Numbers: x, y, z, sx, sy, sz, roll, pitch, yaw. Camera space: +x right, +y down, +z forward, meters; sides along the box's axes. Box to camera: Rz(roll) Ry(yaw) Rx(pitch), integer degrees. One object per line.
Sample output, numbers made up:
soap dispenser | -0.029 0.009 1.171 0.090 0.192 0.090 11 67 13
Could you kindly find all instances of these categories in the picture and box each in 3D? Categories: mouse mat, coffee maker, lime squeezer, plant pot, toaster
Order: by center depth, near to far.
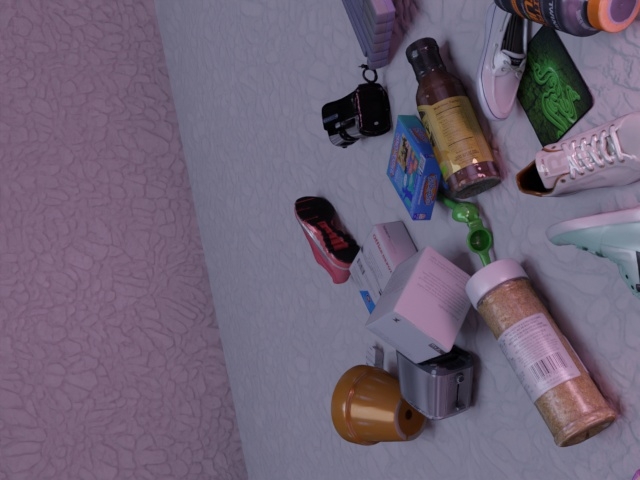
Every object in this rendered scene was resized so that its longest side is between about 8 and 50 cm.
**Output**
mouse mat | 0.412 -0.279 1.423 0.189 0.007 0.152 68 152 21
lime squeezer | 0.315 -0.010 1.660 0.310 0.059 0.110 65 150 28
toaster | 0.258 0.313 1.809 0.227 0.129 0.146 27 125 57
coffee maker | 0.091 -0.330 1.965 0.178 0.120 0.171 -4 72 63
plant pot | 0.164 0.429 1.992 0.188 0.205 0.205 -1 99 48

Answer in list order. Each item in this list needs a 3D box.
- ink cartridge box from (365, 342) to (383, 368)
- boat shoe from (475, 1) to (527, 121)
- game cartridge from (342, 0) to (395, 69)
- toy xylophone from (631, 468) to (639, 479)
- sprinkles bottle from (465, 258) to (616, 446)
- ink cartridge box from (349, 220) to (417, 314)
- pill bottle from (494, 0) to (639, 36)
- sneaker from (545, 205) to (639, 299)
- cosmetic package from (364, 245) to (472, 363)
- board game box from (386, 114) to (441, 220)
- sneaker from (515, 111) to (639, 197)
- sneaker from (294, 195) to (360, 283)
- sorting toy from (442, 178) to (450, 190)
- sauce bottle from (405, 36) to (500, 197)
ink cartridge box | 0.148 0.324 2.149 0.048 0.028 0.083 36 131 55
boat shoe | 0.341 -0.335 1.446 0.076 0.083 0.226 -165 71 -65
game cartridge | 0.090 -0.609 1.829 0.230 0.068 0.355 103 149 -68
toy xylophone | 0.584 0.545 1.274 0.322 0.081 0.236 58 147 38
sprinkles bottle | 0.406 0.205 1.472 0.355 0.121 0.121 64 150 30
ink cartridge box | 0.163 0.069 1.962 0.148 0.086 0.203 67 150 27
pill bottle | 0.398 -0.408 1.264 0.246 0.131 0.130 45 137 51
sneaker | 0.478 0.028 1.297 0.256 0.094 0.151 -11 92 66
cosmetic package | 0.222 0.142 1.703 0.151 0.183 0.151 36 152 -7
board game box | 0.212 -0.168 1.772 0.210 0.047 0.160 -111 24 -52
sneaker | 0.438 -0.127 1.292 0.290 0.123 0.105 -34 66 61
sneaker | 0.000 0.000 2.242 0.313 0.116 0.136 58 148 38
sorting toy | 0.294 -0.127 1.678 0.042 0.061 0.102 54 -161 -62
sauce bottle | 0.264 -0.258 1.618 0.111 0.111 0.344 -49 54 58
